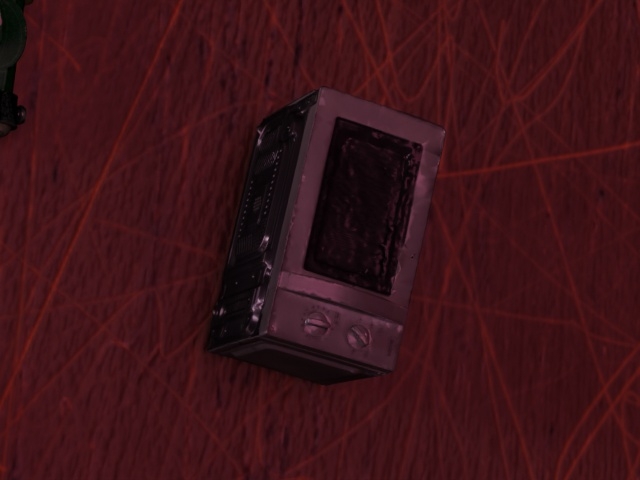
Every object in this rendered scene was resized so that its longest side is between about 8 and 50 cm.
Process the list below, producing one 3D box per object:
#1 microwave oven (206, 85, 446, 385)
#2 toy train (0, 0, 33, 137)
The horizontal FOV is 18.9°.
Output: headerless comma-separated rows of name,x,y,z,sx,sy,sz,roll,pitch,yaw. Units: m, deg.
microwave oven,0.000,0.000,1.552,0.122,0.162,0.208,18,75,-19
toy train,-0.276,-0.162,1.516,0.105,0.071,0.178,12,76,-31
